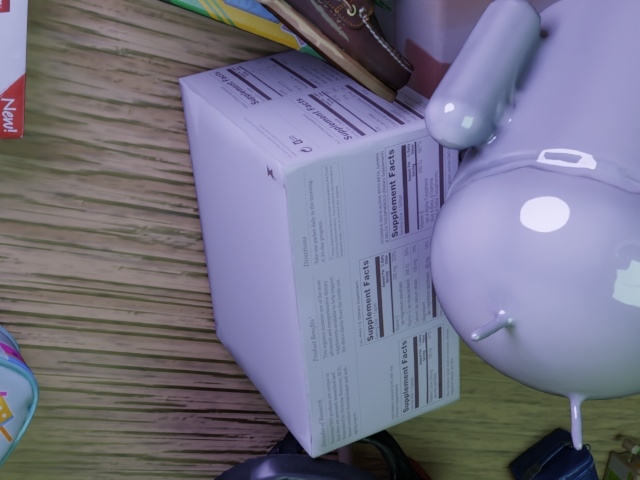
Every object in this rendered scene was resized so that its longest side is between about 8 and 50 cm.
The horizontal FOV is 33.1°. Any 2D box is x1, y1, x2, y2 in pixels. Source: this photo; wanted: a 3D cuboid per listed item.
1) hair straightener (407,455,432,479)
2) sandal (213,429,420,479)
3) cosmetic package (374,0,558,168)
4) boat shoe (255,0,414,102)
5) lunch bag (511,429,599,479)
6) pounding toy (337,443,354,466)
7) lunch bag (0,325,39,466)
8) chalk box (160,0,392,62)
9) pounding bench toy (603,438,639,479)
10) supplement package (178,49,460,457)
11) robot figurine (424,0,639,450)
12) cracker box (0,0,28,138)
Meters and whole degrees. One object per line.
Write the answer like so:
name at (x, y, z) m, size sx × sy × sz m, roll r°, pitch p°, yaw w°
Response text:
hair straightener at (0.122, 0.341, 1.255) m, size 0.089 × 0.047 × 0.230 m, roll -39°, pitch 133°, yaw -5°
sandal at (0.031, 0.244, 1.038) m, size 0.168 × 0.107 × 0.446 m, roll -22°, pitch 150°, yaw 22°
cosmetic package at (0.120, -0.122, 0.928) m, size 0.153 × 0.129 × 0.296 m, roll -21°, pitch 125°, yaw -26°
boat shoe at (-0.003, -0.167, 0.707) m, size 0.207 × 0.073 × 0.073 m, roll 32°, pitch 100°, yaw -38°
lunch bag at (0.283, 0.275, 1.287) m, size 0.098 × 0.067 × 0.065 m, roll -35°, pitch 128°, yaw -9°
pounding toy at (-0.053, 0.328, 1.123) m, size 0.237 × 0.110 × 0.183 m, roll -39°, pitch 123°, yaw -43°
lunch bag at (-0.368, 0.148, 0.822) m, size 0.224 × 0.108 × 0.279 m, roll 32°, pitch 96°, yaw -33°
chalk box at (-0.036, -0.223, 0.789) m, size 0.213 × 0.132 × 0.132 m, roll 13°, pitch 109°, yaw -35°
pounding bench toy at (0.409, 0.286, 1.374) m, size 0.065 × 0.052 × 0.083 m, roll -8°, pitch 119°, yaw -26°
supplement package at (0.000, 0.000, 0.885) m, size 0.145 × 0.204 × 0.261 m, roll -17°, pitch 123°, yaw -22°
robot figurine at (0.201, -0.036, 0.762) m, size 0.300 × 0.200 × 0.353 m, roll 38°, pitch 58°, yaw -16°
cracker box at (-0.315, -0.146, 0.713) m, size 0.232 × 0.067 × 0.155 m, roll -6°, pitch 119°, yaw -28°
